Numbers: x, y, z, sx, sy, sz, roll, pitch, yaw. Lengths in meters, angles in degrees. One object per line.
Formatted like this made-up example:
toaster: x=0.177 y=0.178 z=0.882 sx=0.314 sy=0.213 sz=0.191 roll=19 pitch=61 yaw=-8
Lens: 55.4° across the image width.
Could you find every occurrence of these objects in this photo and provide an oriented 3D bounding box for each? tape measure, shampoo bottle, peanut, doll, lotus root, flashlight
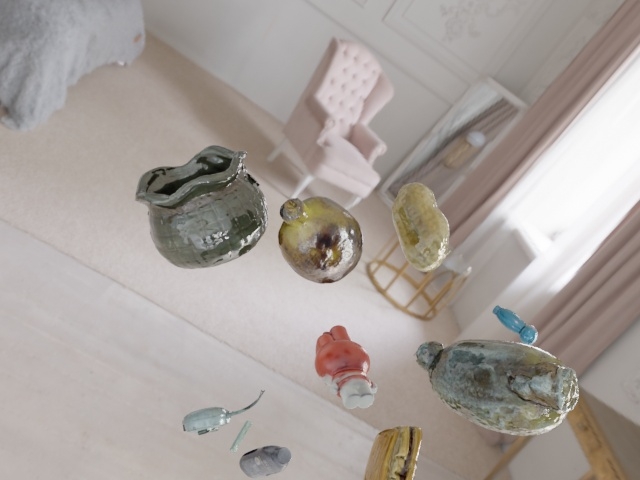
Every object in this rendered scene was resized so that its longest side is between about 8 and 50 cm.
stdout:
tape measure: x=-0.326 y=0.593 z=2.068 sx=0.164 sy=0.330 sz=0.084 roll=7 pitch=62 yaw=-57
shampoo bottle: x=-0.154 y=0.618 z=1.706 sx=0.087 sy=0.233 sz=0.049 roll=48 pitch=49 yaw=-2
peanut: x=0.248 y=-0.035 z=1.502 sx=0.129 sy=0.129 sz=0.225 roll=-8 pitch=77 yaw=-61
doll: x=0.061 y=0.337 z=1.678 sx=0.160 sy=0.130 sz=0.290 roll=2 pitch=30 yaw=-20
lotus root: x=0.000 y=0.000 z=1.262 sx=0.141 sy=0.169 sz=0.314 roll=33 pitch=-3 yaw=30
flashlight: x=0.489 y=0.212 z=1.537 sx=0.129 sy=0.051 sz=0.051 roll=39 pitch=20 yaw=32
lotus root: x=0.333 y=0.275 z=1.181 sx=0.175 sy=0.175 sz=0.349 roll=20 pitch=-10 yaw=-36

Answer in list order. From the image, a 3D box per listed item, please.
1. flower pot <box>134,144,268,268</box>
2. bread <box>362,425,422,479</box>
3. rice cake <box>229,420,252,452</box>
flower pot: x=-0.270 y=-0.081 z=1.408 sx=0.302 sy=0.301 sz=0.213 roll=-92 pitch=166 yaw=-64
bread: x=0.142 y=0.476 z=1.266 sx=0.077 sy=0.116 sz=0.200 roll=28 pitch=52 yaw=-7
rice cake: x=-0.286 y=0.704 z=2.190 sx=0.022 sy=0.121 sz=0.021 roll=37 pitch=-13 yaw=-25
